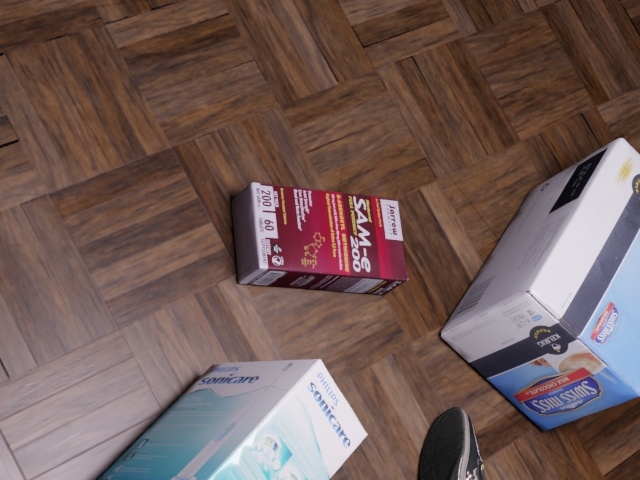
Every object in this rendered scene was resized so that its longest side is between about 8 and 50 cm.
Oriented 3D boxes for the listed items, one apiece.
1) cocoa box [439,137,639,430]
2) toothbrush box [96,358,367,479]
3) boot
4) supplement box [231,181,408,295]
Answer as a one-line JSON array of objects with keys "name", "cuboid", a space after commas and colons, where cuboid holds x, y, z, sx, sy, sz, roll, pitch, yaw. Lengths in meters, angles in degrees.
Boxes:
[{"name": "cocoa box", "cuboid": [0.390, 0.067, 1.930, 0.228, 0.231, 0.347, 43, 55, -9]}, {"name": "toothbrush box", "cuboid": [-0.123, 0.277, 1.538, 0.295, 0.216, 0.126, -46, 114, -36]}, {"name": "boot", "cuboid": [0.228, 0.366, 1.809, 0.179, 0.085, 0.236, 31, 43, -31]}, {"name": "supplement box", "cuboid": [0.000, 0.000, 1.828, 0.239, 0.073, 0.130, 5, 67, -30]}]
